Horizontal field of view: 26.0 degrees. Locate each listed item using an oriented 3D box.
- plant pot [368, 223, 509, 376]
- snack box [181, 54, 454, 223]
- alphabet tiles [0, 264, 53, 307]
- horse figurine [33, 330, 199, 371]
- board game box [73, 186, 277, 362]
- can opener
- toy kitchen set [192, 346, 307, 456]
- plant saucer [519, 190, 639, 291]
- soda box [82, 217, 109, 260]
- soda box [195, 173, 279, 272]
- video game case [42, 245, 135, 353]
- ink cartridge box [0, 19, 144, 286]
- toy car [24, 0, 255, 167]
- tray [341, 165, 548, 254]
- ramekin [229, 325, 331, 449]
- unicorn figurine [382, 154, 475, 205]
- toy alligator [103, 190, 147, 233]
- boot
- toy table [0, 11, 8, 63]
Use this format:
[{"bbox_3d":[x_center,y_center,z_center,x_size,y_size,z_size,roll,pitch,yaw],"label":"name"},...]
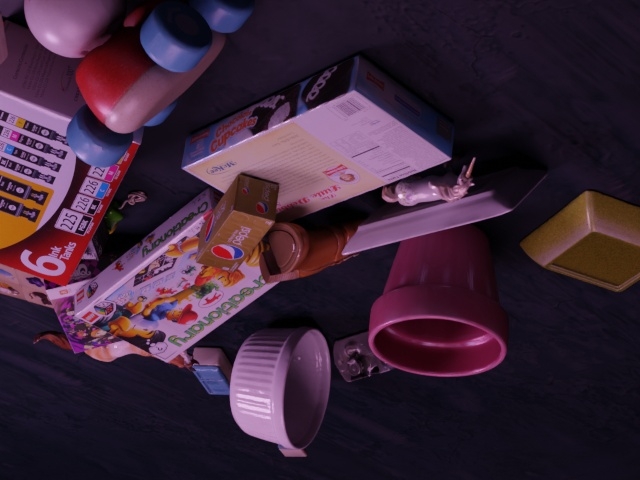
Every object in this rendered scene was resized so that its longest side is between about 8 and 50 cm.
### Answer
[{"bbox_3d":[0.175,0.076,1.998,0.201,0.180,0.201,6,151,3],"label":"plant pot"},{"bbox_3d":[-0.007,-0.122,1.809,0.322,0.060,0.187,-20,141,40],"label":"snack box"},{"bbox_3d":[-0.515,0.007,2.170,0.285,0.011,0.342,14,152,7],"label":"alphabet tiles"},{"bbox_3d":[-0.358,0.164,2.407,0.263,0.066,0.174,-5,143,17],"label":"horse figurine"},{"bbox_3d":[-0.201,0.058,2.093,0.305,0.053,0.193,-36,132,27],"label":"board game box"},{"bbox_3d":[0.138,0.173,2.320,0.283,0.076,0.095,-21,173,40],"label":"can opener"},{"bbox_3d":[-0.125,0.291,2.471,0.207,0.166,0.122,0,151,14],"label":"toy kitchen set"},{"bbox_3d":[0.407,0.013,1.968,0.188,0.045,0.188,17,150,-17],"label":"plant saucer"},{"bbox_3d":[-0.353,-0.051,1.978,0.053,0.060,0.169,0,132,13],"label":"soda box"},{"bbox_3d":[-0.115,-0.021,1.896,0.061,0.058,0.181,15,151,-16],"label":"soda box"},{"bbox_3d":[-0.318,0.091,2.216,0.210,0.042,0.232,-14,151,-6],"label":"video game case"},{"bbox_3d":[-0.395,-0.116,1.774,0.271,0.130,0.309,20,135,-15],"label":"ink cartridge box"},{"bbox_3d":[-0.241,-0.252,1.561,0.238,0.210,0.219,43,130,-4],"label":"toy car"},{"bbox_3d":[0.162,-0.046,1.864,0.270,0.145,0.030,-15,104,35],"label":"tray"},{"bbox_3d":[-0.070,0.243,2.346,0.109,0.207,0.207,6,153,22],"label":"ramekin"},{"bbox_3d":[0.153,-0.076,1.806,0.162,0.111,0.060,-23,108,26],"label":"unicorn figurine"},{"bbox_3d":[-0.330,-0.025,2.070,0.189,0.051,0.056,-19,142,39],"label":"toy alligator"},{"bbox_3d":[0.000,0.000,1.967,0.152,0.073,0.197,-16,172,-16],"label":"boot"},{"bbox_3d":[-0.406,-0.301,1.412,0.160,0.252,0.274,23,155,15],"label":"toy table"}]
